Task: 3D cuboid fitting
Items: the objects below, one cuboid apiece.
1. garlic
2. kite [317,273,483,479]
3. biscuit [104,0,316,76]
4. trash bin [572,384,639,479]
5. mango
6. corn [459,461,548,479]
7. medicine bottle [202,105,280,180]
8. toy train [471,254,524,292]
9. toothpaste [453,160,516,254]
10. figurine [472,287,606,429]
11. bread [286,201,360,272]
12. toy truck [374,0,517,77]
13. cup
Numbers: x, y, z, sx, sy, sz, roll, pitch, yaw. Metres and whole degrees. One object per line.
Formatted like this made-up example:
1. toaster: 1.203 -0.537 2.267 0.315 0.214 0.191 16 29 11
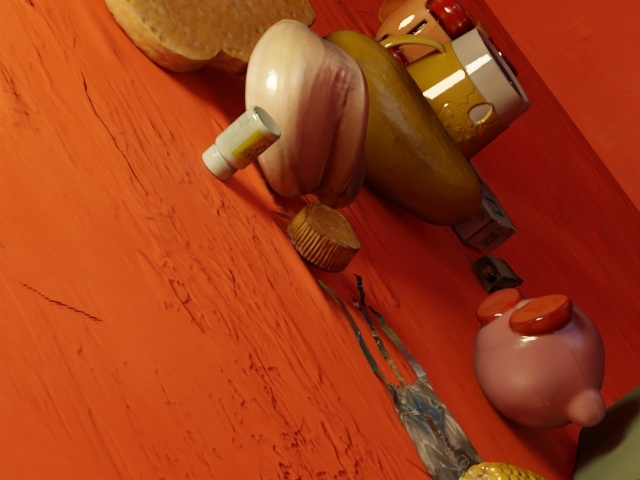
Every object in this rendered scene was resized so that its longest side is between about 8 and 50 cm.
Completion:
1. garlic: -0.007 -0.159 1.789 0.217 0.110 0.228 5 76 -60
2. kite: 0.095 0.163 1.656 0.310 0.015 0.169 55 20 14
3. biscuit: -0.139 -0.332 1.850 0.269 0.051 0.376 53 41 -7
4. trash bin: 0.424 0.292 1.860 0.158 0.223 0.343 51 21 2
5. mango: 0.095 -0.149 2.073 0.332 0.142 0.195 50 24 -1
6. corn: 0.256 0.319 1.595 0.305 0.106 0.106 31 26 -35
7. medicine bottle: -0.087 -0.106 1.649 0.047 0.083 0.047 43 19 -18
8. toy train: 0.264 0.052 2.235 0.056 0.038 0.093 55 19 21
9. toothpaste: 0.192 -0.128 2.375 0.081 0.067 0.336 25 29 -53
10. figurine: 0.274 0.152 1.861 0.173 0.173 0.173 43 19 -19
11. bread: 0.000 0.000 1.695 0.085 0.053 0.085 31 26 -17
12. toy truck: 0.202 -0.315 2.597 0.265 0.189 0.239 51 8 -6
13. cup: 0.168 -0.214 2.231 0.241 0.226 0.185 49 16 -30
